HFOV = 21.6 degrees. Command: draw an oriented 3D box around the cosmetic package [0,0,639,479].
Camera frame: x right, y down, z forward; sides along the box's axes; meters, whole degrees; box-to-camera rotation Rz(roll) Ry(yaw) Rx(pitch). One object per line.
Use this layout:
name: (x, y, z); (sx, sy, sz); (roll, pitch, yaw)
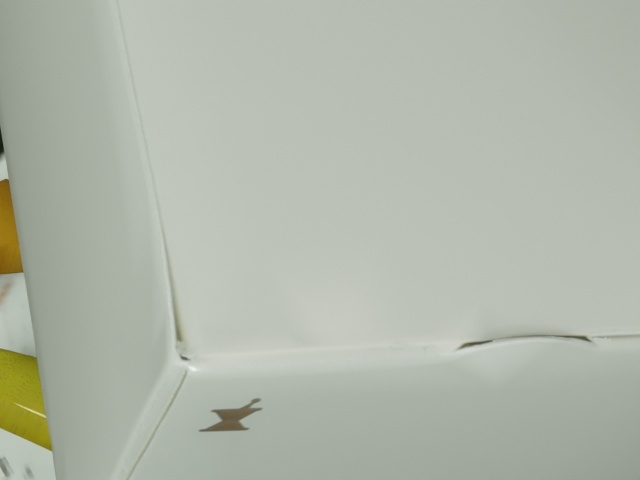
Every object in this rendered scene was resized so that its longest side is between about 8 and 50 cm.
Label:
cosmetic package: (-0.008, -0.088, 0.576); (0.197, 0.155, 0.365); (0, 59, -22)

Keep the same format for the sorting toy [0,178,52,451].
sorting toy: (0.000, 0.000, 0.640); (0.307, 0.041, 0.229); (-23, 64, -37)
